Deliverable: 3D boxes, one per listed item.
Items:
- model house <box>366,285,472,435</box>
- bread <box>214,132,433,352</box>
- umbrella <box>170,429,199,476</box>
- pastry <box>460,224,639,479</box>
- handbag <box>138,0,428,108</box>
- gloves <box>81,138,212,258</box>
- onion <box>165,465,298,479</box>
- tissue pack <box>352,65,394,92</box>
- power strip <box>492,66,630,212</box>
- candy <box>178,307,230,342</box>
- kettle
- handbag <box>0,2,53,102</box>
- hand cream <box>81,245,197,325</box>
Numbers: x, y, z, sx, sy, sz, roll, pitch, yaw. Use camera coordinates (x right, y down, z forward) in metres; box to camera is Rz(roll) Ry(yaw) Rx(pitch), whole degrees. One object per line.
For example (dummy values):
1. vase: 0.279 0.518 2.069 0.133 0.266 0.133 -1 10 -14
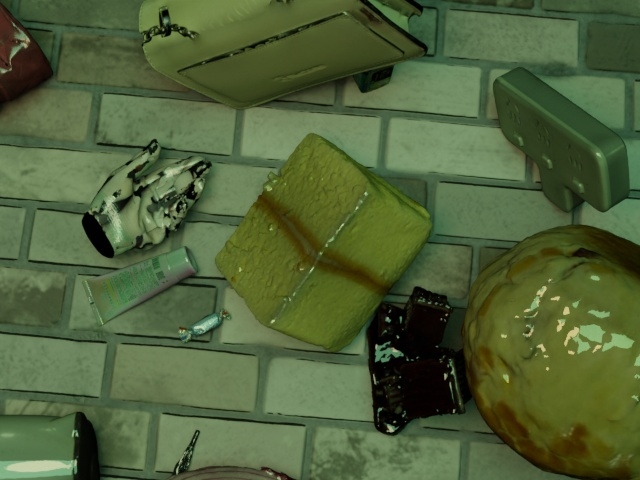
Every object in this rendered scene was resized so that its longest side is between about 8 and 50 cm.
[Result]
1. model house: 0.138 0.170 1.379 0.141 0.164 0.203 -10 76 -7
2. bread: 0.000 0.000 1.421 0.263 0.198 0.236 -54 44 5
3. umbrella: -0.241 0.403 1.395 0.044 0.044 0.269 5 67 39
4. pastry: 0.365 0.163 1.286 0.389 0.388 0.312 24 112 4
5. handbag: -0.056 -0.325 1.371 0.359 0.237 0.160 -11 79 32
6. gloves: -0.260 -0.065 1.459 0.127 0.111 0.212 44 53 13
7. onion: -0.107 0.427 1.333 0.284 0.120 0.227 -10 49 -15
8. tissue pack: 0.086 -0.298 1.502 0.079 0.111 0.085 -23 80 -6
9. power strip: 0.362 -0.130 1.431 0.059 0.193 0.265 -30 43 -8
10. candy: -0.179 0.128 1.455 0.083 0.020 0.030 -30 81 -7
11. kettle: -0.434 0.351 1.351 0.237 0.161 0.221 -4 106 -4
12. handbag: -0.538 -0.315 1.485 0.135 0.146 0.225 -39 81 -14
13. hand cream: -0.278 0.062 1.462 0.174 0.047 0.076 -24 80 3
